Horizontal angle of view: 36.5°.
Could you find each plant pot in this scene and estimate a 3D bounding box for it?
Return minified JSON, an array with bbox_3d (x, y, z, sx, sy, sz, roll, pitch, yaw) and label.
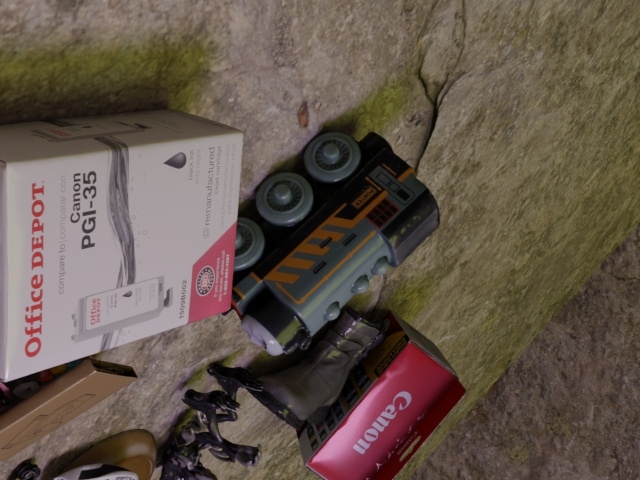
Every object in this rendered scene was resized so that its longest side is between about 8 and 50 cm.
[{"bbox_3d":[-0.338,0.387,1.482,0.236,0.032,0.236,-38,154,-23],"label":"plant pot"}]

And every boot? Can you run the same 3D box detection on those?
[{"bbox_3d":[0.000,0.208,1.705,0.222,0.118,0.338,-52,167,2],"label":"boot"}]

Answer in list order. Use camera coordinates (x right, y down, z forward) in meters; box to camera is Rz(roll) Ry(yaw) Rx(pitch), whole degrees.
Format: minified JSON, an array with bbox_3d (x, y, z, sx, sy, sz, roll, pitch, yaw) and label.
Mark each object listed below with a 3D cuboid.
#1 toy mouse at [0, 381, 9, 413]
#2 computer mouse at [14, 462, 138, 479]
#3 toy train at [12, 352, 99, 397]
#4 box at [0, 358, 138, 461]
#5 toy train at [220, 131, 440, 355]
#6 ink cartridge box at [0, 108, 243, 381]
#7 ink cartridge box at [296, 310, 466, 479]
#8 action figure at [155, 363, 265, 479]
[{"bbox_3d":[-0.394,0.171,1.067,0.161,0.031,0.143,6,123,-54],"label":"toy mouse"},{"bbox_3d":[-0.349,0.344,1.354,0.193,0.042,0.106,4,120,-38],"label":"computer mouse"},{"bbox_3d":[-0.318,0.127,1.127,0.125,0.046,0.166,-9,153,-16],"label":"toy train"},{"bbox_3d":[-0.326,0.206,1.153,0.201,0.021,0.164,-33,168,0],"label":"box"},{"bbox_3d":[0.000,0.000,1.282,0.334,0.190,0.142,-43,154,-13],"label":"toy train"},{"bbox_3d":[-0.217,-0.006,0.934,0.283,0.117,0.207,-16,119,-49],"label":"ink cartridge box"},{"bbox_3d":[0.106,0.318,1.837,0.309,0.130,0.272,-51,-167,4],"label":"ink cartridge box"},{"bbox_3d":[-0.178,0.337,1.542,0.164,0.141,0.275,-42,159,-57],"label":"action figure"}]
